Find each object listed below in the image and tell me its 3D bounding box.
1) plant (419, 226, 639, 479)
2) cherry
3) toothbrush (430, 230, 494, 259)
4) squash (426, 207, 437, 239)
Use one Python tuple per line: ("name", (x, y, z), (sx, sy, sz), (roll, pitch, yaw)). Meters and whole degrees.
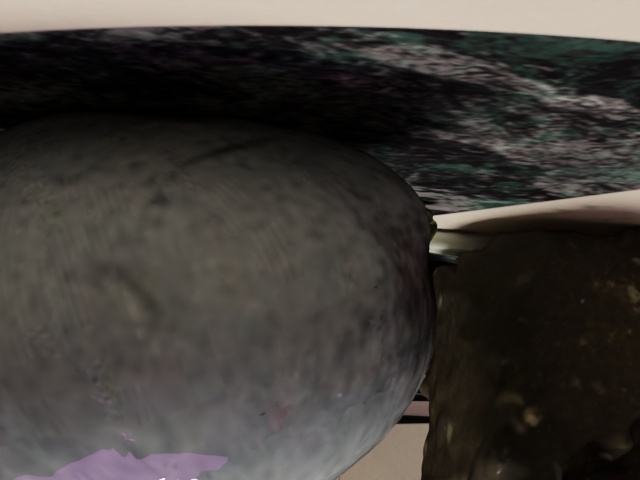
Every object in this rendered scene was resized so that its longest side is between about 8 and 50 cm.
("plant", (0.171, 0.135, 1.184), (0.188, 0.276, 0.199), (5, 159, -19))
("cherry", (-0.086, 0.042, 0.882), (0.296, 0.218, 0.255), (-11, 169, 12))
("toothbrush", (0.000, 0.000, 1.191), (0.263, 0.026, 0.022), (5, 161, -18))
("squash", (0.008, 0.017, 1.124), (0.132, 0.105, 0.105), (-8, 172, -7))
